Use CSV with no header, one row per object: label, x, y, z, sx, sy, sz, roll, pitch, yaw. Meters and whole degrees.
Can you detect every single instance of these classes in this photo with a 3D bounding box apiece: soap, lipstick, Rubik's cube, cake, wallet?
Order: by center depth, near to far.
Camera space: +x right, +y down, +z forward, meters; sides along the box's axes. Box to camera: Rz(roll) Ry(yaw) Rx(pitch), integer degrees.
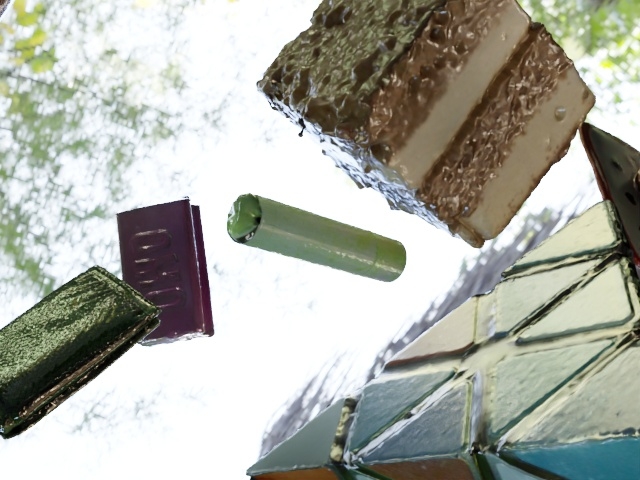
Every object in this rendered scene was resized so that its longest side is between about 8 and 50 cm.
Rubik's cube,0.162,0.133,0.604,0.234,0.284,0.250,55,-135,-13
cake,0.131,-0.180,1.298,0.290,0.282,0.255,35,180,-34
wallet,-0.327,0.130,1.322,0.236,0.055,0.160,-37,-135,-24
lipstick,0.000,0.000,1.531,0.304,0.076,0.076,16,-139,-40
soap,-0.226,0.048,1.556,0.122,0.065,0.203,-12,-105,12

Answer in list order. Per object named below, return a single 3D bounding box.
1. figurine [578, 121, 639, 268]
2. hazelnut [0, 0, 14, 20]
figurine,0.335,-0.074,0.745,0.183,0.226,0.160,24,-143,-26
hazelnut,-0.389,-0.301,1.080,0.204,0.178,0.178,48,-138,-3
